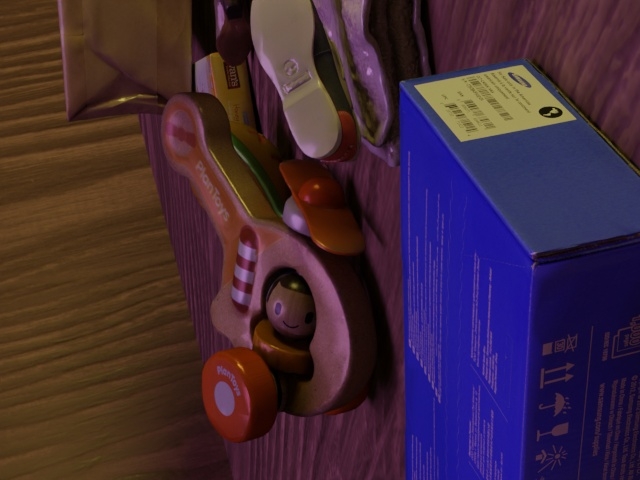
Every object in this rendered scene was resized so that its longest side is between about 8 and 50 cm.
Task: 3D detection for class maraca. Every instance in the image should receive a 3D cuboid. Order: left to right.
[{"bbox_3d":[-0.074,-0.051,1.330,0.186,0.099,0.127,52,162,2],"label":"maraca"}]

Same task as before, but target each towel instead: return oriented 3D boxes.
[{"bbox_3d":[0.016,-0.200,0.837,0.187,0.049,0.282,-134,34,-68],"label":"towel"}]

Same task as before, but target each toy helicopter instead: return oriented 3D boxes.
[{"bbox_3d":[-0.055,-0.009,1.137,0.355,0.140,0.235,59,139,26],"label":"toy helicopter"}]

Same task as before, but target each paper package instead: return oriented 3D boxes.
[{"bbox_3d":[-0.270,-0.356,1.652,0.325,0.168,0.310,-113,21,-57],"label":"paper package"}]

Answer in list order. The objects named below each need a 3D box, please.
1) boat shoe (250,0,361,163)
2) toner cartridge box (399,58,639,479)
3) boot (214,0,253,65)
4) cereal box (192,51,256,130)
[{"bbox_3d":[-0.008,-0.114,0.819,0.043,0.049,0.137,4,-116,-58],"label":"boat shoe"},{"bbox_3d":[0.104,0.097,0.659,0.165,0.075,0.348,-116,18,-52],"label":"toner cartridge box"},{"bbox_3d":[-0.100,-0.263,1.373,0.118,0.042,0.087,99,163,-58],"label":"boot"},{"bbox_3d":[-0.120,-0.144,1.554,0.240,0.047,0.173,-164,64,-77],"label":"cereal box"}]
